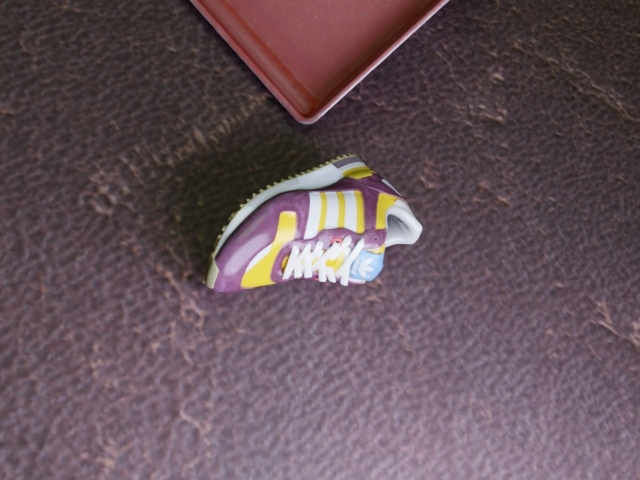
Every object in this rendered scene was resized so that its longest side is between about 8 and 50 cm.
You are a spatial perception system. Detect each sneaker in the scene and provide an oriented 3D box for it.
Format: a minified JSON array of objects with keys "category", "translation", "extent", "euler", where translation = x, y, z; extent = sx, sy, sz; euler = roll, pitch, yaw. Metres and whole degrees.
[{"category":"sneaker","translation":[0.000,0.000,0.861],"extent":[0.084,0.069,0.185],"euler":[41,44,17]}]

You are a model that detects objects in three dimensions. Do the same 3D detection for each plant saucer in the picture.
[{"category":"plant saucer","translation":[0.009,-0.262,1.023],"extent":[0.258,0.259,0.048],"euler":[49,3,18]}]
